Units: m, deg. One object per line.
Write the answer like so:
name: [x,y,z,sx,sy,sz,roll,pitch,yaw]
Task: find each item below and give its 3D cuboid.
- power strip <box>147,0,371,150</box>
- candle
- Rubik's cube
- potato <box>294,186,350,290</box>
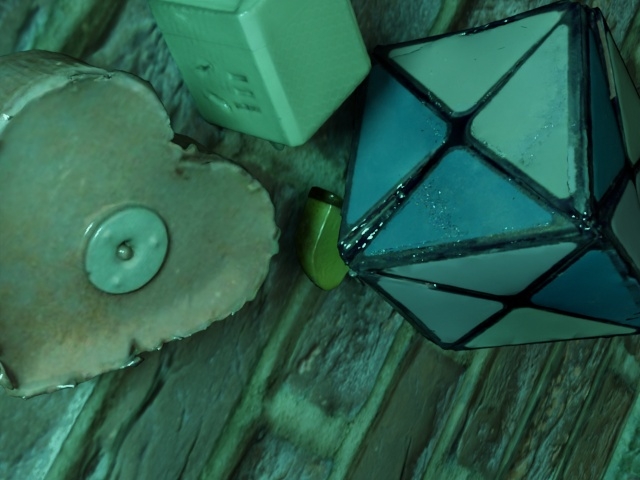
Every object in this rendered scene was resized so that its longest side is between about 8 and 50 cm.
power strip: [-0.047,-0.182,1.029,0.139,0.140,0.224,-50,138,-27]
candle: [-0.208,0.001,0.925,0.317,0.131,0.287,31,87,-43]
Rubik's cube: [0.225,-0.058,1.227,0.310,0.307,0.305,44,48,-49]
potato: [0.000,0.000,1.228,0.096,0.066,0.103,38,76,-47]
